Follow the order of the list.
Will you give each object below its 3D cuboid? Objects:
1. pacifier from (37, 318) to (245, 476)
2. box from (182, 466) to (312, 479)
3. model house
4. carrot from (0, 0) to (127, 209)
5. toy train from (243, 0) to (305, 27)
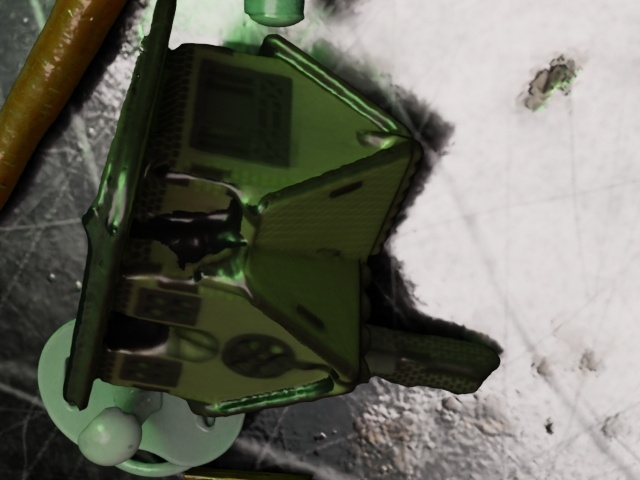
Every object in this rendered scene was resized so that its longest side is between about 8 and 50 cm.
[{"bbox_3d":[-0.130,0.119,0.892,0.150,0.116,0.126,13,115,7],"label":"pacifier"},{"bbox_3d":[-0.053,0.229,0.939,0.090,0.023,0.133,4,99,14],"label":"box"},{"bbox_3d":[0.000,0.000,0.816,0.279,0.204,0.218,11,139,-7],"label":"model house"},{"bbox_3d":[-0.194,-0.099,0.912,0.043,0.043,0.247,34,106,5],"label":"carrot"},{"bbox_3d":[-0.037,-0.260,0.806,0.105,0.157,0.253,-3,103,-25],"label":"toy train"}]
